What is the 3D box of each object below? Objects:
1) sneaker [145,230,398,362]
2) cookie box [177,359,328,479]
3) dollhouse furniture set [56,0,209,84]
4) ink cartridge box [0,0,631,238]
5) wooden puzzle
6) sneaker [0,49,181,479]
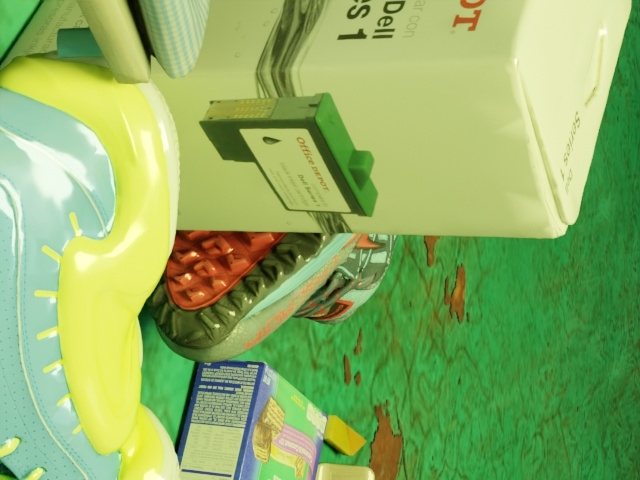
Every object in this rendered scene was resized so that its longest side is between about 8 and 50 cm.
[{"bbox_3d":[0.000,0.000,0.688,0.262,0.104,0.125,-53,139,-52],"label":"sneaker"},{"bbox_3d":[-0.038,0.126,0.679,0.092,0.040,0.107,49,48,-56],"label":"cookie box"},{"bbox_3d":[0.007,-0.178,0.433,0.286,0.198,0.304,83,6,-73],"label":"dollhouse furniture set"},{"bbox_3d":[0.004,-0.087,0.552,0.093,0.219,0.160,66,34,-42],"label":"ink cartridge box"},{"bbox_3d":[0.011,0.171,0.822,0.078,0.014,0.116,33,61,-57],"label":"wooden puzzle"},{"bbox_3d":[-0.121,0.052,0.475,0.126,0.091,0.240,-7,103,-40],"label":"sneaker"}]
